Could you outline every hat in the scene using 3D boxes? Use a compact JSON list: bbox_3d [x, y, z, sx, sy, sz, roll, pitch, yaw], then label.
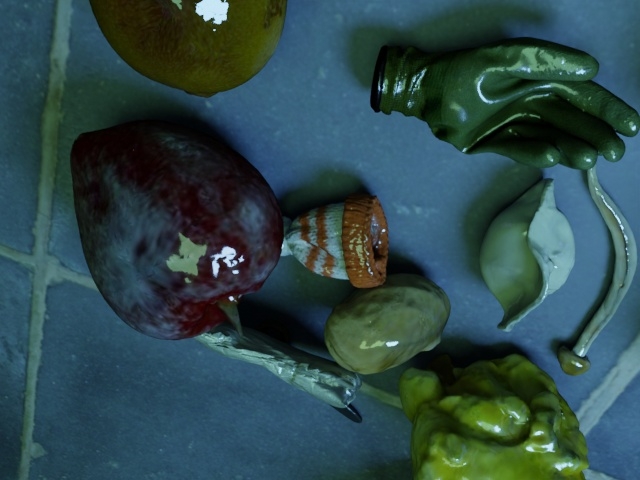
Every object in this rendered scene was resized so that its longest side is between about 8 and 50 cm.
[{"bbox_3d":[0.000,0.000,0.810,0.162,0.093,0.112,-1,98,21],"label":"hat"}]

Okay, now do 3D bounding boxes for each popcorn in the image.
[{"bbox_3d":[0.207,0.263,0.848,0.266,0.233,0.192,48,157,25],"label":"popcorn"}]

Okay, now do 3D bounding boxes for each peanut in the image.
[{"bbox_3d":[0.077,0.101,0.817,0.109,0.159,0.140,61,141,21],"label":"peanut"}]

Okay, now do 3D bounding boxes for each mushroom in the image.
[{"bbox_3d":[0.330,0.037,0.786,0.068,0.043,0.306,-8,120,-11],"label":"mushroom"}]

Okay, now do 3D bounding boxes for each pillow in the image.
[{"bbox_3d":[-0.056,0.153,0.866,0.229,0.148,0.050,21,81,12],"label":"pillow"}]

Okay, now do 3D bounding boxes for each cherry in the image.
[{"bbox_3d":[-0.168,-0.018,0.768,0.300,0.203,0.230,48,126,2],"label":"cherry"}]

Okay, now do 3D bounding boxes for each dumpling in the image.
[{"bbox_3d":[0.230,0.024,0.740,0.100,0.134,0.169,32,120,-6],"label":"dumpling"}]

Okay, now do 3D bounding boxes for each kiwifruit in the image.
[{"bbox_3d":[-0.124,-0.251,0.627,0.196,0.196,0.234,0,119,13],"label":"kiwifruit"}]

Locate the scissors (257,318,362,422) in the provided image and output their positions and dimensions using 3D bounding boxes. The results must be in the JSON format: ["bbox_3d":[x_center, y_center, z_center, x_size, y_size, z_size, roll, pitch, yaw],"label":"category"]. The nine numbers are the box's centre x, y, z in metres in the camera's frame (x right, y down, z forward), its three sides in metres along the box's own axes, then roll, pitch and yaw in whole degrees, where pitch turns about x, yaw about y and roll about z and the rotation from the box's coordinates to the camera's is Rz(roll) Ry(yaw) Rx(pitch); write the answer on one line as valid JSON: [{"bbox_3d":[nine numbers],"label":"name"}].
[{"bbox_3d":[-0.019,0.201,0.977,0.220,0.017,0.088,42,120,-14],"label":"scissors"}]

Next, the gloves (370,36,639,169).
[{"bbox_3d":[0.179,-0.142,0.671,0.268,0.107,0.135,21,130,21],"label":"gloves"}]
